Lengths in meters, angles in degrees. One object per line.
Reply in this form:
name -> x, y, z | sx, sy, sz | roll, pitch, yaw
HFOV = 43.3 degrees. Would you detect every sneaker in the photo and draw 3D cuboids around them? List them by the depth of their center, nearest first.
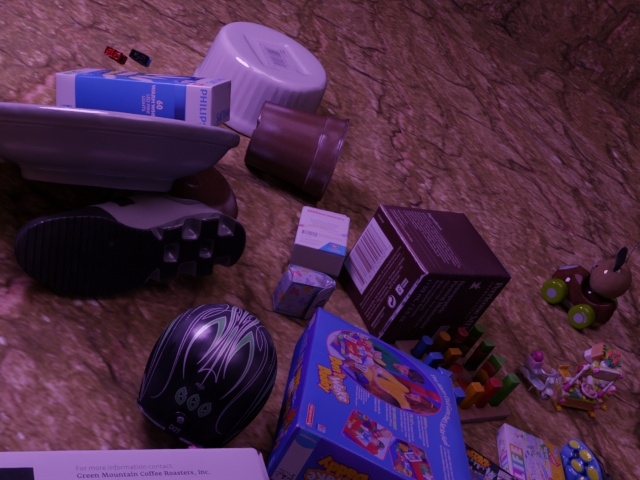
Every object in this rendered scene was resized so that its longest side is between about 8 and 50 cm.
sneaker -> -0.283, -0.007, 1.155 | 0.331, 0.122, 0.146 | -1, 27, -40
sneaker -> 0.442, 0.396, 1.258 | 0.078, 0.067, 0.188 | 23, 24, -54

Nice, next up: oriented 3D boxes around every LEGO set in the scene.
LEGO set -> 0.499, 0.234, 1.468 | 0.287, 0.107, 0.132 | -3, 46, -42

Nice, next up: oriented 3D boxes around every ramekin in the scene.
ramekin -> -0.120, -0.338, 1.697 | 0.277, 0.135, 0.277 | 21, 34, -15

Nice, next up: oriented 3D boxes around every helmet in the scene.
helmet -> -0.131, 0.157, 0.985 | 0.169, 0.161, 0.169 | 31, -4, 2

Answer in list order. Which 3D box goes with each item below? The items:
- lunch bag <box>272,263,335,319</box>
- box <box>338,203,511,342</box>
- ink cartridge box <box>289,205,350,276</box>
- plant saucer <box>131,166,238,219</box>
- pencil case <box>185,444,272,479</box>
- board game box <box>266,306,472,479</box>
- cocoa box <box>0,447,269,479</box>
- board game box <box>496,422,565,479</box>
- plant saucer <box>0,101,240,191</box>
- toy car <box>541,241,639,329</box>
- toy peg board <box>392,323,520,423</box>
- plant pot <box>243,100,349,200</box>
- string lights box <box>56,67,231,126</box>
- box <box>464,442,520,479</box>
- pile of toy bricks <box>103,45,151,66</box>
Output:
lunch bag -> -0.024, 0.084, 1.267 | 0.083, 0.071, 0.053 | 16, 34, -24
box -> 0.172, 0.058, 1.374 | 0.203, 0.168, 0.167 | 4, 41, -36
ink cartridge box -> 0.000, 0.000, 1.403 | 0.089, 0.052, 0.122 | 14, 35, -2
plant saucer -> -0.226, -0.093, 1.371 | 0.199, 0.036, 0.198 | 22, 33, -15
pencil case -> -0.069, 0.307, 0.919 | 0.209, 0.095, 0.098 | 20, 58, -14
board game box -> 0.069, 0.233, 1.052 | 0.233, 0.078, 0.347 | 29, 17, -4
cocoa box -> -0.215, 0.322, 0.639 | 0.347, 0.228, 0.231 | 9, 40, -32
board game box -> 0.323, 0.361, 1.226 | 0.103, 0.026, 0.154 | 25, 33, -11
plant saucer -> -0.321, -0.130, 1.178 | 0.401, 0.100, 0.400 | 5, 3, 0
toy car -> 0.583, 0.072, 1.680 | 0.155, 0.188, 0.149 | -14, 54, -49
toy peg board -> 0.228, 0.206, 1.307 | 0.161, 0.079, 0.161 | 4, 41, -36
plant pot -> -0.049, -0.181, 1.534 | 0.165, 0.167, 0.167 | 20, 33, -5
string lights box -> -0.292, -0.237, 1.354 | 0.260, 0.076, 0.133 | 6, 17, 6
box -> 0.223, 0.346, 1.133 | 0.137, 0.027, 0.094 | 31, 35, 20
pile of toy bricks -> -0.317, -0.269, 1.488 | 0.212, 0.118, 0.105 | 26, -1, 8
